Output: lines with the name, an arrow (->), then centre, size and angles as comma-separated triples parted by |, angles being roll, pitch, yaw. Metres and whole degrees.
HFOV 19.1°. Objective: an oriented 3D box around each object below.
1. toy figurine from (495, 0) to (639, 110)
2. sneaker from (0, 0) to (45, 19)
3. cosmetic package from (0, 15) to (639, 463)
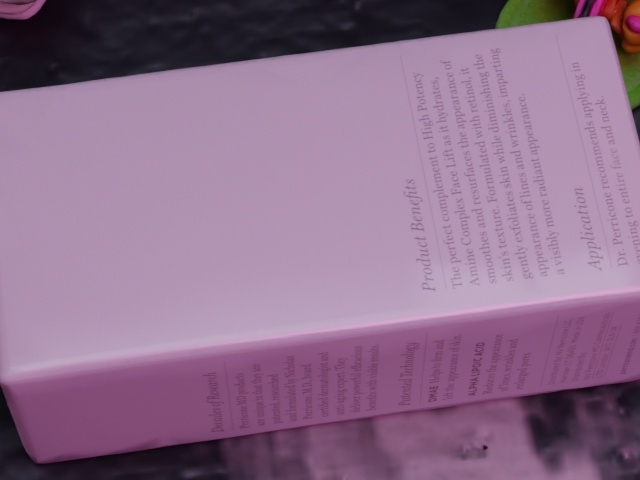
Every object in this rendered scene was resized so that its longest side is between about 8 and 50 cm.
toy figurine -> 0.127, -0.154, 0.720 | 0.130, 0.159, 0.173 | 25, 65, 12
sneaker -> -0.075, -0.162, 0.762 | 0.292, 0.108, 0.169 | 0, 63, 11
cosmetic package -> 0.000, 0.000, 0.683 | 0.231, 0.085, 0.117 | -7, 62, -2
